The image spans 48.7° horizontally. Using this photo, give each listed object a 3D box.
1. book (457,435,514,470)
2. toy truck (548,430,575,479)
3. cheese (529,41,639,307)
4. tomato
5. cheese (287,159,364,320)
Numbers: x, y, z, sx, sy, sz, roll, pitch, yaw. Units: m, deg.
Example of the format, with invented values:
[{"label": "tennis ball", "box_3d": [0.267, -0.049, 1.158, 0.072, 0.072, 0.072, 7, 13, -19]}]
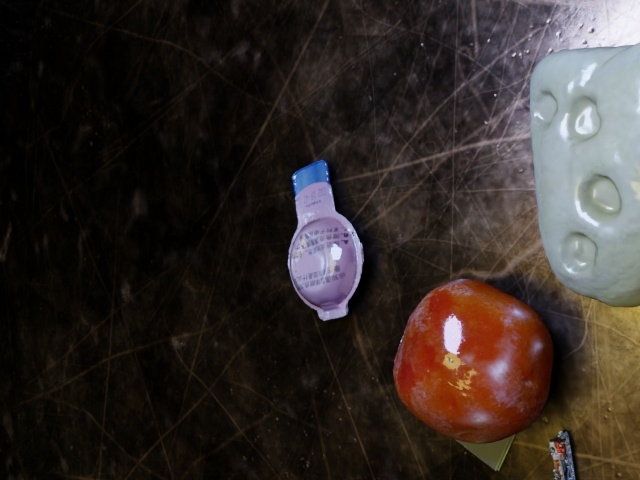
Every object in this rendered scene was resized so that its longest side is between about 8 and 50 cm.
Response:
[{"label": "book", "box_3d": [0.227, 0.254, 1.106, 0.182, 0.014, 0.127, 33, 113, 37]}, {"label": "toy truck", "box_3d": [0.340, 0.311, 0.996, 0.032, 0.024, 0.083, -11, 85, 20]}, {"label": "cheese", "box_3d": [0.401, -0.074, 0.822, 0.351, 0.130, 0.328, 6, 99, 57]}, {"label": "tomato", "box_3d": [0.211, 0.172, 0.991, 0.232, 0.189, 0.231, -7, 79, 37]}, {"label": "cheese", "box_3d": [0.000, 0.000, 1.268, 0.189, 0.074, 0.285, -21, 73, 41]}]
